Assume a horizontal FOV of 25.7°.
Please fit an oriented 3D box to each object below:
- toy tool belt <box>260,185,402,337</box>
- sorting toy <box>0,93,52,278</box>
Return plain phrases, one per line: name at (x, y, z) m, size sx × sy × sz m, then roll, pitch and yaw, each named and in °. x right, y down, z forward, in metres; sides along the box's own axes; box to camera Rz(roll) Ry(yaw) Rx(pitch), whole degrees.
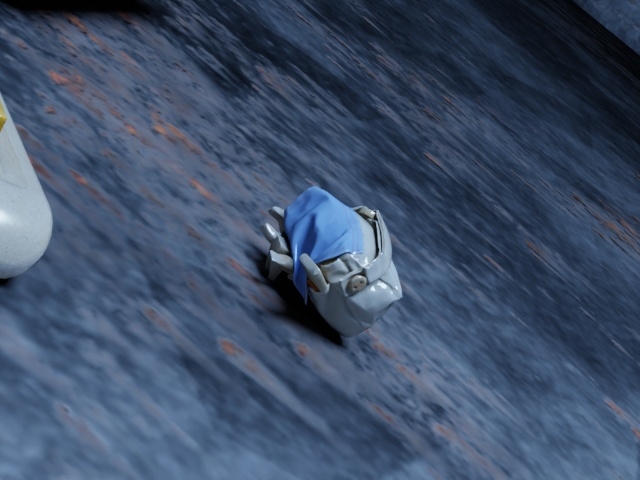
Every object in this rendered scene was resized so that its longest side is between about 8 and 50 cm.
toy tool belt at (0.000, 0.000, 0.603) m, size 0.051 × 0.052 × 0.083 m, roll 35°, pitch 16°, yaw -36°
sorting toy at (-0.188, -0.087, 0.477) m, size 0.193 × 0.038 × 0.208 m, roll 25°, pitch 23°, yaw -36°
